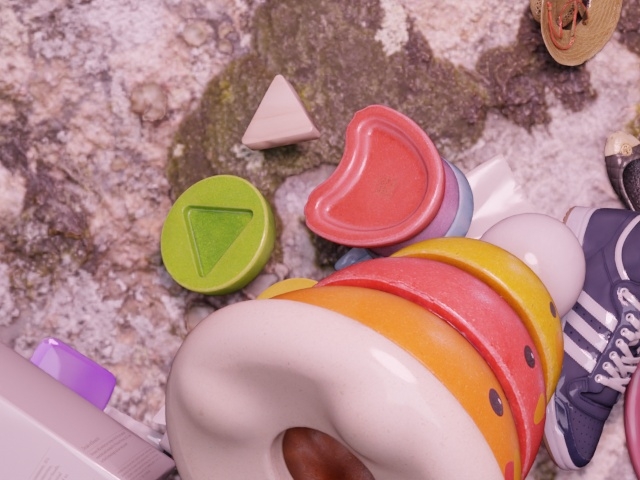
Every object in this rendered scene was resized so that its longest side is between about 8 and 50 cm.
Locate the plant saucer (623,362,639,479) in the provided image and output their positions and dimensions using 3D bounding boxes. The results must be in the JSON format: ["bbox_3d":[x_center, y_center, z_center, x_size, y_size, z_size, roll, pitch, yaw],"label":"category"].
[{"bbox_3d":[0.489,0.184,1.857,0.332,0.084,0.332,0,81,-1],"label":"plant saucer"}]

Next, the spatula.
[{"bbox_3d":[-0.183,0.208,1.873,0.296,0.030,0.084,30,83,4],"label":"spatula"}]

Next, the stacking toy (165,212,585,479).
[{"bbox_3d":[0.114,0.104,1.670,0.350,0.350,0.480,41,47,6],"label":"stacking toy"}]

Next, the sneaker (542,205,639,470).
[{"bbox_3d":[0.316,0.100,1.832,0.153,0.099,0.282,0,77,32],"label":"sneaker"}]

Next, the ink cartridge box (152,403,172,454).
[{"bbox_3d":[-0.093,0.194,1.832,0.143,0.090,0.092,36,56,4],"label":"ink cartridge box"}]

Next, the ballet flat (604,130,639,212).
[{"bbox_3d":[0.357,-0.042,1.908,0.057,0.049,0.173,-24,82,-5],"label":"ballet flat"}]

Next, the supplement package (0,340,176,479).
[{"bbox_3d":[-0.324,0.224,1.781,0.293,0.175,0.177,34,97,4],"label":"supplement package"}]

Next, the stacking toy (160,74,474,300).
[{"bbox_3d":[0.000,0.000,1.878,0.279,0.130,0.309,37,90,34],"label":"stacking toy"}]

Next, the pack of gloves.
[{"bbox_3d":[0.142,0.038,1.896,0.232,0.046,0.195,-27,83,-5],"label":"pack of gloves"}]

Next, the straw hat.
[{"bbox_3d":[0.263,-0.263,1.934,0.061,0.144,0.144,15,78,45],"label":"straw hat"}]
